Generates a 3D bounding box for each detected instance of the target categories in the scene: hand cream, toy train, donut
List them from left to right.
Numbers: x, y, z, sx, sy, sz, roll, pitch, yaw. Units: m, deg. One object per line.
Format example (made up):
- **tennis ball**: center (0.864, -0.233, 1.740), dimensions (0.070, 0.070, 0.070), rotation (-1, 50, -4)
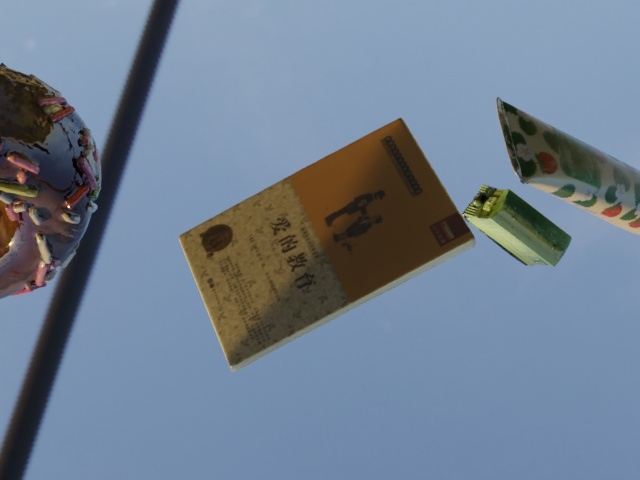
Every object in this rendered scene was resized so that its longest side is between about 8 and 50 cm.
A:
- **donut**: center (-0.364, -0.046, 1.384), dimensions (0.259, 0.345, 0.136), rotation (-3, -125, -18)
- **toy train**: center (0.173, -0.011, 1.129), dimensions (0.038, 0.093, 0.056), rotation (-56, -163, -7)
- **hand cream**: center (0.265, -0.061, 1.271), dimensions (0.059, 0.276, 0.095), rotation (-33, -126, 35)

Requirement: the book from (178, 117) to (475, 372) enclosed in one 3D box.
- **book**: center (0.000, 0.000, 0.831), dimensions (0.172, 0.012, 0.118), rotation (-28, -128, 2)
